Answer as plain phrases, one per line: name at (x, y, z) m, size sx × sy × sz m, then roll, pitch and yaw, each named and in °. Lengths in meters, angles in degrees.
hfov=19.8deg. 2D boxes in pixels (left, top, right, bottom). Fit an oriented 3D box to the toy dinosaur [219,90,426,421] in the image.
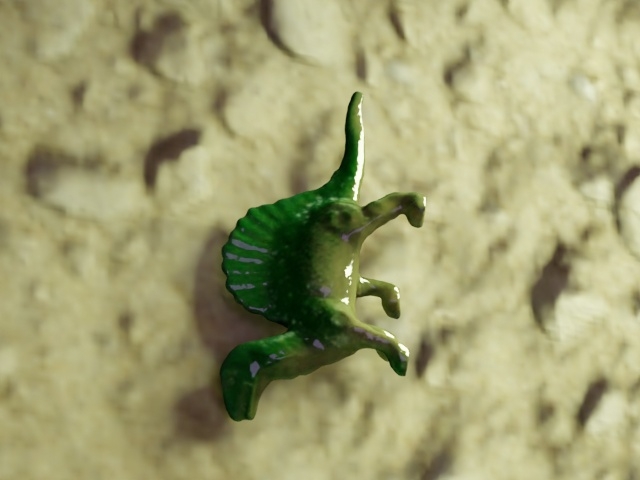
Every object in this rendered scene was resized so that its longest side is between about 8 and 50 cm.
toy dinosaur at (0.000, 0.001, 0.563) m, size 0.060 × 0.029 × 0.120 m, roll 11°, pitch 65°, yaw -11°
